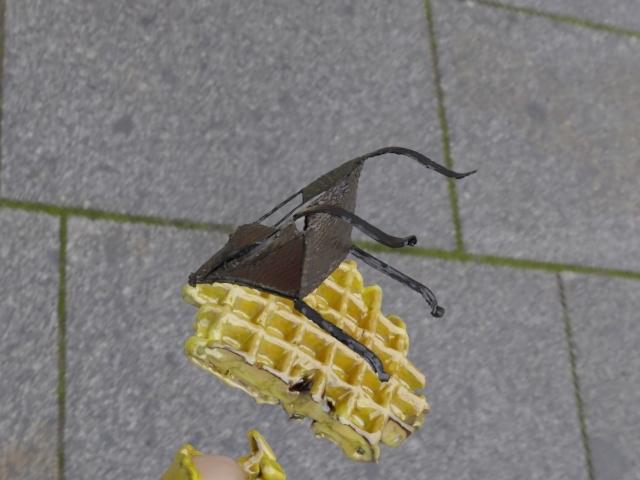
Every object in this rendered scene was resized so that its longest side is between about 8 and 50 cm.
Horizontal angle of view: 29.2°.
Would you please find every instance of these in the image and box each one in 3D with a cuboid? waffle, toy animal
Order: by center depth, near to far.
[{"bbox_3d":[-0.131,0.283,1.183,0.230,0.156,0.156,-42,88,4],"label":"toy animal"},{"bbox_3d":[-0.006,0.119,1.355,0.309,0.065,0.283,-9,63,-41],"label":"waffle"}]

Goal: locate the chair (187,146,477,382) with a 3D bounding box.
[{"bbox_3d":[0.000,0.000,1.004,0.213,0.149,0.174,18,36,22],"label":"chair"}]
